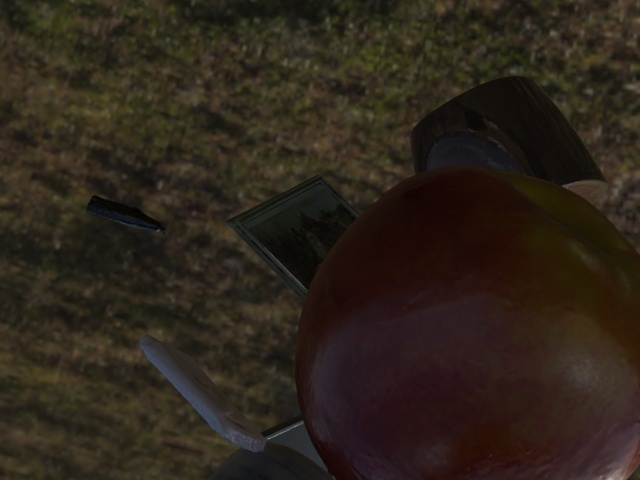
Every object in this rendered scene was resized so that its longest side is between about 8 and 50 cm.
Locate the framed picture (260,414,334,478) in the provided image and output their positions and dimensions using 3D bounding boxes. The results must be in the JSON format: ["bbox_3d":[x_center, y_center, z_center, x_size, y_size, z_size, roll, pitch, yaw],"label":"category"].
[{"bbox_3d":[-0.040,0.385,1.945,0.016,0.184,0.250,29,124,38],"label":"framed picture"}]

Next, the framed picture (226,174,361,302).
[{"bbox_3d":[0.000,0.000,1.907,0.217,0.274,0.017,44,125,9],"label":"framed picture"}]

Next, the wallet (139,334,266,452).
[{"bbox_3d":[-0.142,0.185,1.470,0.183,0.032,0.124,41,179,32],"label":"wallet"}]

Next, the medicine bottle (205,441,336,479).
[{"bbox_3d":[-0.105,0.431,1.512,0.245,0.306,0.245,32,145,26],"label":"medicine bottle"}]

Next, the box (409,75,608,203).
[{"bbox_3d":[0.293,-0.119,1.957,0.301,0.216,0.301,-21,164,-6],"label":"box"}]

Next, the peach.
[{"bbox_3d":[0.147,0.115,1.196,0.388,0.388,0.388,10,153,5],"label":"peach"}]

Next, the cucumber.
[{"bbox_3d":[-0.340,-0.044,2.158,0.163,0.039,0.043,16,-167,16],"label":"cucumber"}]
